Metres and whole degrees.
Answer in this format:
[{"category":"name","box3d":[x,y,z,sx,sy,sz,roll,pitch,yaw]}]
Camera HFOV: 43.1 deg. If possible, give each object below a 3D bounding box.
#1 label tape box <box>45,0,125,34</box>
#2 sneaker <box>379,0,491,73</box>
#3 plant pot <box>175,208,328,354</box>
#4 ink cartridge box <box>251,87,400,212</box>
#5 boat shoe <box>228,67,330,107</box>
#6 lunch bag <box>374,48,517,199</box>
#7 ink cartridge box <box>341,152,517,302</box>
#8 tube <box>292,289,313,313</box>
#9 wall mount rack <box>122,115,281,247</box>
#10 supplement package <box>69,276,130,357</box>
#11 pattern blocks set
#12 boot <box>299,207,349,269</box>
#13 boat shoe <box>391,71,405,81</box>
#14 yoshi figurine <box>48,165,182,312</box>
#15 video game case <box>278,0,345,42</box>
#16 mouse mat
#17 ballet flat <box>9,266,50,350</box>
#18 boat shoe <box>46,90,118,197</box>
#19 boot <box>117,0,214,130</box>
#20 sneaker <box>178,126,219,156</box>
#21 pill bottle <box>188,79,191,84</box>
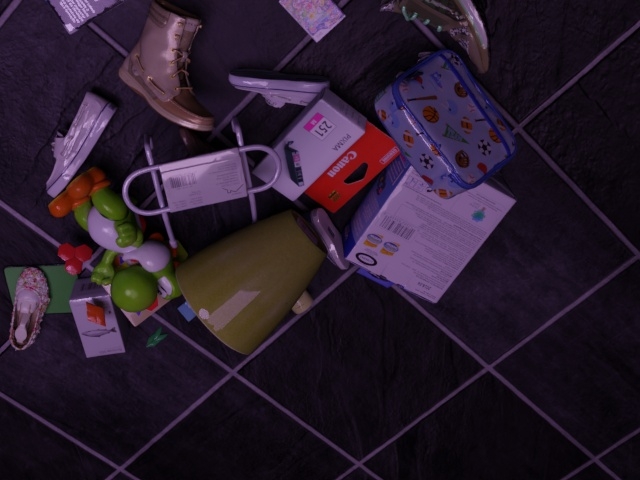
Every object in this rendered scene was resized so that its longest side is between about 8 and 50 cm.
[{"category":"label tape box","box3d":[-0.433,-0.608,1.619,0.334,0.106,0.240,-27,117,13]},{"category":"sneaker","box3d":[0.218,-0.510,1.688,0.182,0.158,0.410,-27,111,25]},{"category":"plant pot","box3d":[-0.137,0.070,1.894,0.293,0.275,0.275,-40,113,10]},{"category":"ink cartridge box","box3d":[0.016,-0.183,1.859,0.239,0.060,0.275,35,128,-18]},{"category":"boat shoe","box3d":[-0.092,-0.330,1.796,0.226,0.083,0.075,5,118,-5]},{"category":"lunch bag","box3d":[0.273,-0.259,1.739,0.303,0.243,0.115,56,150,-2]},{"category":"ink cartridge box","box3d":[0.231,-0.033,1.934,0.270,0.151,0.395,27,113,-16]},{"category":"tube","box3d":[-0.112,0.083,2.045,0.070,0.062,0.240,-47,111,-26]},{"category":"wall mount rack","box3d":[-0.259,-0.112,1.829,0.350,0.130,0.304,-12,119,-7]},{"category":"supplement package","box3d":[-0.560,0.192,2.062,0.105,0.105,0.179,-9,120,-2]},{"category":"pattern blocks set","box3d":[-0.454,0.098,1.984,0.285,0.026,0.324,-30,96,-15]},{"category":"boot","box3d":[0.000,0.000,2.005,0.086,0.069,0.190,-11,124,29]},{"category":"boat shoe","box3d":[0.218,-0.339,1.826,0.125,0.038,0.046,20,75,-18]},{"category":"yoshi figurine","box3d":[-0.475,0.024,1.880,0.203,0.203,0.362,-40,101,2]},{"category":"video game case","box3d":[-0.017,-0.500,1.744,0.087,0.011,0.122,-39,113,18]},{"category":"mouse mat","box3d":[-0.708,0.127,2.081,0.190,0.007,0.152,-1,120,0]},{"category":"ballet flat","box3d":[-0.745,0.183,2.064,0.091,0.077,0.241,12,118,-8]},{"category":"boat shoe","box3d":[-0.565,-0.219,1.841,0.088,0.096,0.267,34,112,-14]},{"category":"boot","box3d":[-0.297,-0.372,1.716,0.262,0.095,0.203,40,113,20]},{"category":"sneaker","box3d":[-0.260,-0.198,1.888,0.071,0.066,0.188,-32,122,-3]},{"category":"pill bottle","box3d":[-0.330,-0.330,1.813,0.043,0.043,0.083,39,112,-20]}]
